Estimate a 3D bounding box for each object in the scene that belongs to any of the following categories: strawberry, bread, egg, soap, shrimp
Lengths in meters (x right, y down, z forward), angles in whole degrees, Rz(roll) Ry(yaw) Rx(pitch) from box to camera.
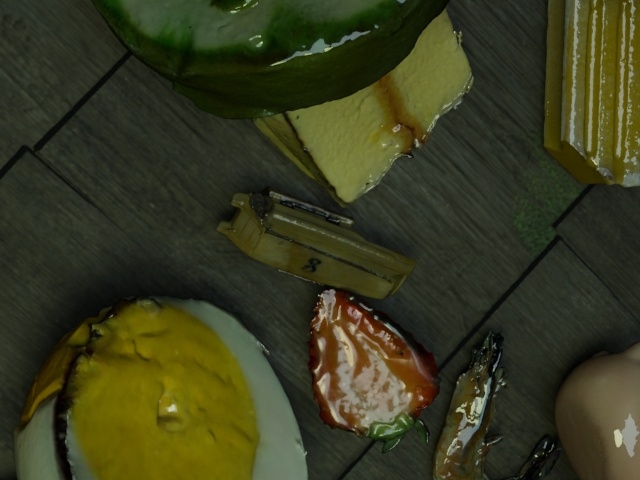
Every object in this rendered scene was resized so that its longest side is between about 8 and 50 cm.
[{"bbox_3d":[0.050,0.145,1.337,0.192,0.085,0.140,30,93,-10],"label":"strawberry"},{"bbox_3d":[-0.046,-0.313,1.185,0.366,0.129,0.382,-3,68,7],"label":"bread"},{"bbox_3d":[-0.179,0.228,1.211,0.337,0.201,0.337,26,49,-34],"label":"egg"},{"bbox_3d":[0.335,-0.179,1.402,0.140,0.073,0.232,0,94,-15],"label":"soap"},{"bbox_3d":[0.213,0.217,1.408,0.152,0.046,0.219,10,95,-16],"label":"shrimp"},{"bbox_3d":[0.069,-0.164,1.294,0.178,0.135,0.240,43,80,-14],"label":"bread"}]

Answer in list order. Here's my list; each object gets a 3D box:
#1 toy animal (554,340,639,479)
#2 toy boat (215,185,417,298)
[{"bbox_3d":[0.371,0.248,1.396,0.154,0.166,0.250,-36,94,-32],"label":"toy animal"},{"bbox_3d":[0.000,0.000,1.314,0.226,0.088,0.068,19,130,-18],"label":"toy boat"}]
